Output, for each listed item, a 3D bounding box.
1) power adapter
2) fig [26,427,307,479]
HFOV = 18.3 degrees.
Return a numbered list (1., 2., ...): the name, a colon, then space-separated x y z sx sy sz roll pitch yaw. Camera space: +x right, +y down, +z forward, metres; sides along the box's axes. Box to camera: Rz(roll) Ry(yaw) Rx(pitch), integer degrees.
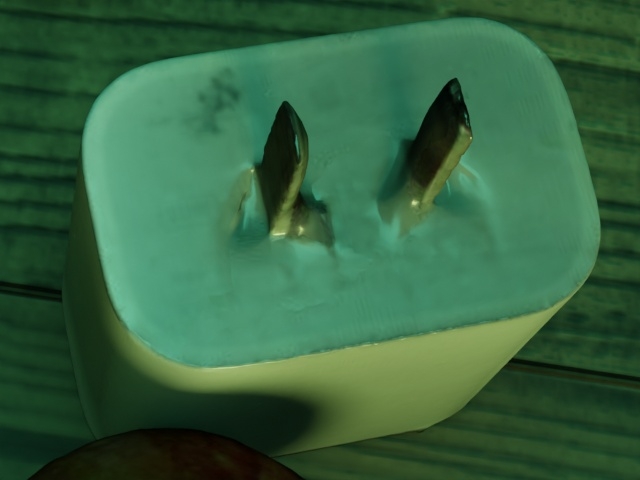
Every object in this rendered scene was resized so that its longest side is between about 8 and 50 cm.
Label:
1. power adapter: 0.000 0.000 0.773 0.187 0.255 0.124 -10 75 -13
2. fig: -0.050 0.176 0.701 0.203 0.249 0.186 -39 107 -12
